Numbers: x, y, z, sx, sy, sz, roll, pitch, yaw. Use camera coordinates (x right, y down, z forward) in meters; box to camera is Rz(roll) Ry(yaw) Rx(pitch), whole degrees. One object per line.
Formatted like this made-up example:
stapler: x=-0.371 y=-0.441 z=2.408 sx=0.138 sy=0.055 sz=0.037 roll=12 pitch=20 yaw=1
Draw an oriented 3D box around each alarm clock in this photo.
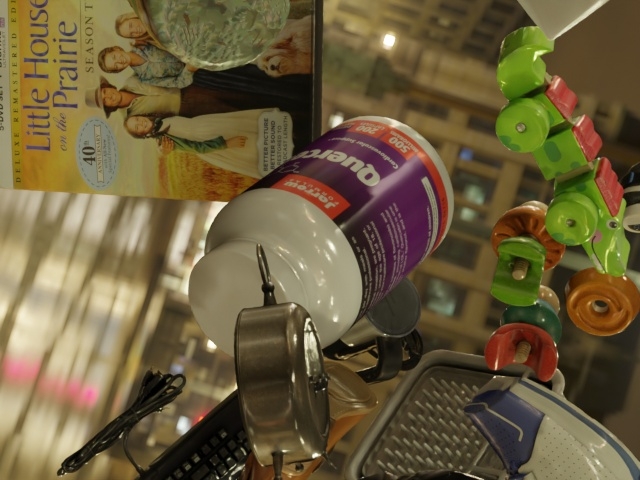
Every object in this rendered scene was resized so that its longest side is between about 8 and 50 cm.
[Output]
alarm clock: x=-0.031 y=0.096 z=1.267 sx=0.129 sy=0.064 sz=0.192 roll=12 pitch=66 yaw=-81

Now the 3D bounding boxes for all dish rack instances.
dish rack: x=0.218 y=0.311 z=2.440 sx=0.333 sy=0.072 sz=0.285 roll=6 pitch=-126 yaw=49

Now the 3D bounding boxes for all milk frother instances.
milk frother: x=0.081 y=0.099 z=1.874 sx=0.135 sy=0.143 sz=0.129 roll=-28 pitch=-94 yaw=56

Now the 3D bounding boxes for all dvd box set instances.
dvd box set: x=-0.206 y=-0.205 z=1.971 sx=0.062 sy=0.420 sz=0.307 roll=-47 pitch=140 yaw=-72

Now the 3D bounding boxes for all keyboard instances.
keyboard: x=-0.176 y=0.263 z=1.672 sx=0.317 sy=0.201 sz=0.033 roll=-41 pitch=-178 yaw=-25

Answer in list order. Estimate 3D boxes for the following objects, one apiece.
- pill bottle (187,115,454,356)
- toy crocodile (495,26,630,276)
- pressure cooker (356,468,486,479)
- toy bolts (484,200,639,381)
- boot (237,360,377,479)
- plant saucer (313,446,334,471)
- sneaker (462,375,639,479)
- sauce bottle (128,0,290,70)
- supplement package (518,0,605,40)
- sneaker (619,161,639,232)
pill bottle: x=0.000 y=0.000 z=1.658 sx=0.323 sy=0.181 sz=0.181 roll=-39 pitch=155 yaw=-51
toy crocodile: x=0.308 y=-0.107 z=1.945 sx=0.105 sy=0.340 sz=0.115 roll=-21 pitch=-163 yaw=28
pressure cooker: x=0.144 y=0.567 z=2.097 sx=0.370 sy=0.375 sz=0.420 roll=-96 pitch=175 yaw=-61
toy bolts: x=0.329 y=0.070 z=2.163 sx=0.158 sy=0.218 sz=0.228 roll=-61 pitch=165 yaw=-52
boot: x=-0.027 y=0.207 z=1.573 sx=0.152 sy=0.073 sz=0.197 roll=-54 pitch=168 yaw=23
plant saucer: x=-0.072 y=0.269 z=1.923 sx=0.198 sy=0.199 sz=0.036 roll=113 pitch=-30 yaw=-60
sneaker: x=0.237 y=0.282 z=1.446 sx=0.182 sy=0.315 sz=0.127 roll=-47 pitch=180 yaw=-8
sauce bottle: x=-0.117 y=-0.231 z=1.241 sx=0.344 sy=0.111 sz=0.111 roll=-128 pitch=-127 yaw=-63
supplement package: x=0.266 y=-0.346 z=1.538 sx=0.149 sy=0.194 sz=0.203 roll=-37 pitch=179 yaw=-38
sneaker: x=0.558 y=-0.082 z=2.358 sx=0.079 sy=0.217 sz=0.121 roll=80 pitch=10 yaw=-56
